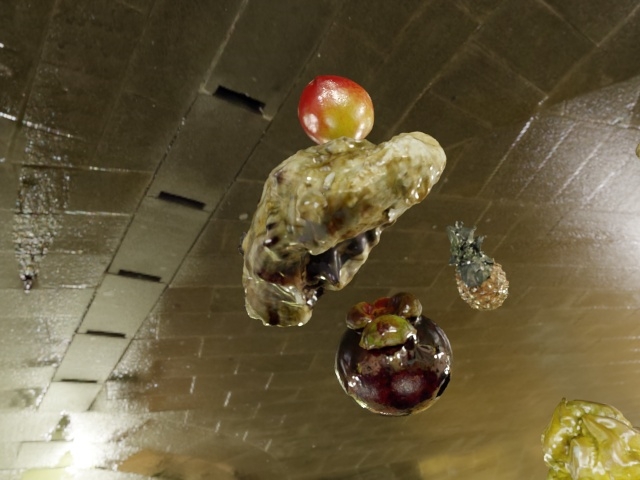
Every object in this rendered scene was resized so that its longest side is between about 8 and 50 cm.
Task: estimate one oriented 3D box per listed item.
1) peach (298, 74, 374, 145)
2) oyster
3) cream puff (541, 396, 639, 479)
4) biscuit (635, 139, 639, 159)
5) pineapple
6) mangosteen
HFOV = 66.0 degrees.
[{"bbox_3d":[0.031,-0.327,1.245,0.197,0.197,0.197,-10,140,-8],"label":"peach"},{"bbox_3d":[0.005,0.004,0.542,0.166,0.094,0.294,16,119,-20],"label":"oyster"},{"bbox_3d":[0.658,0.503,1.108,0.291,0.324,0.257,-16,96,12],"label":"cream puff"},{"bbox_3d":[0.360,-0.036,0.400,0.188,0.265,0.040,20,117,6],"label":"biscuit"},{"bbox_3d":[0.429,0.076,1.366,0.141,0.170,0.310,-14,135,24],"label":"pineapple"},{"bbox_3d":[0.118,0.191,0.822,0.209,0.210,0.210,-10,140,-8],"label":"mangosteen"}]
